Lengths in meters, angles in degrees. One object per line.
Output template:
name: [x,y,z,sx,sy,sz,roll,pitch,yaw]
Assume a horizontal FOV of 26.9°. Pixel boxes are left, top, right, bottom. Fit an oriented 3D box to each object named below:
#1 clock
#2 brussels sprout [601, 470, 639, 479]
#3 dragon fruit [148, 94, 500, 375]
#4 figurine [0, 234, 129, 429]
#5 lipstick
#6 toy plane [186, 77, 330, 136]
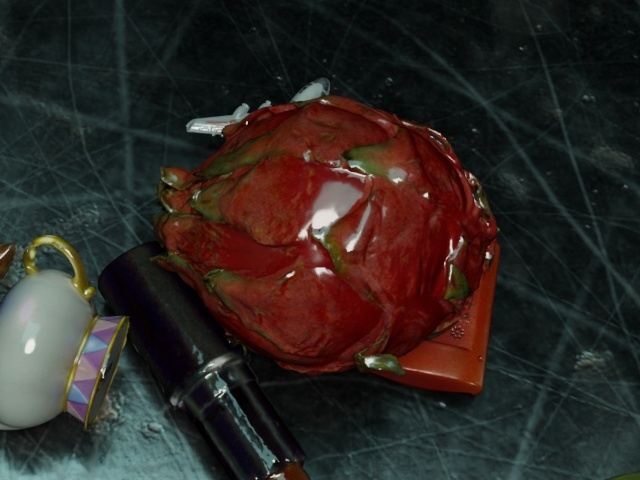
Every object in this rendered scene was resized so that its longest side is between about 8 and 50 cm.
clock: [0.105,0.060,1.228,0.113,0.061,0.155,11,64,-1]
brussels sprout: [0.289,0.332,1.001,0.344,0.268,0.344,7,61,-14]
dragon fruit: [0.000,0.000,1.116,0.299,0.244,0.244,-2,62,14]
figurine: [-0.298,0.065,1.114,0.263,0.142,0.189,21,97,-1]
lipstick: [-0.088,0.129,1.150,0.081,0.081,0.299,-30,69,-21]
toy plane: [-0.041,-0.088,1.276,0.162,0.065,0.171,32,61,9]
